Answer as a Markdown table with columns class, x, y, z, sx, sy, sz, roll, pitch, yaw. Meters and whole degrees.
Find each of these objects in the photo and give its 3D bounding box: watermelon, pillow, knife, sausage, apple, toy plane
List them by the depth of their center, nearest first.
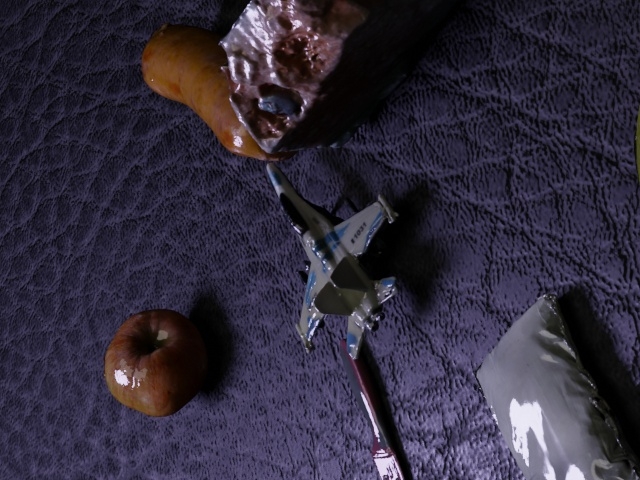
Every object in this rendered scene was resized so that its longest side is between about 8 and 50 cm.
| class | x | y | z | sx | sy | sz | roll | pitch | yaw |
| --- | --- | --- | --- | --- | --- | --- | --- | --- | --- |
| pillow | 0.216 | 0.169 | 1.575 | 0.128 | 0.051 | 0.229 | -51 | 48 | 36 |
| watermelon | 0.022 | -0.207 | 1.746 | 0.151 | 0.302 | 0.264 | 43 | 131 | 0 |
| knife | 0.062 | 0.212 | 1.808 | 0.035 | 0.018 | 0.247 | -43 | 57 | 41 |
| toy plane | 0.009 | 0.002 | 1.845 | 0.192 | 0.088 | 0.262 | -57 | 36 | 27 |
| sausage | -0.108 | -0.170 | 1.991 | 0.270 | 0.109 | 0.109 | 42 | 121 | 47 |
| apple | -0.193 | 0.147 | 2.079 | 0.102 | 0.126 | 0.126 | 83 | 162 | -53 |

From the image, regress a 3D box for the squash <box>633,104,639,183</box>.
| class | x | y | z | sx | sy | sz | roll | pitch | yaw |
| --- | --- | --- | --- | --- | --- | --- | --- | --- | --- |
| squash | 0.304 | -0.086 | 1.439 | 0.192 | 0.085 | 0.184 | -54 | 49 | 35 |
